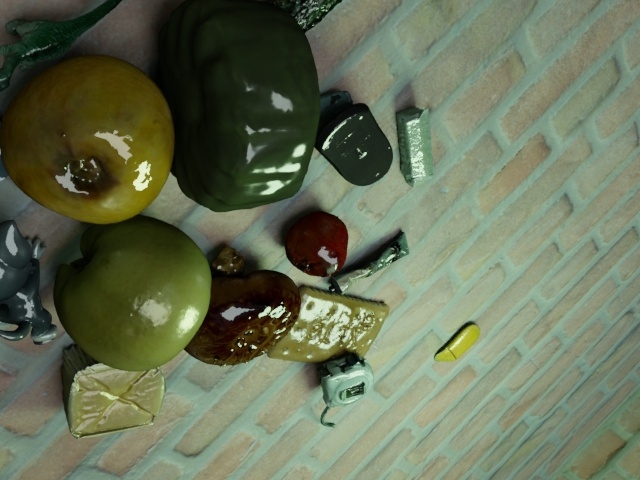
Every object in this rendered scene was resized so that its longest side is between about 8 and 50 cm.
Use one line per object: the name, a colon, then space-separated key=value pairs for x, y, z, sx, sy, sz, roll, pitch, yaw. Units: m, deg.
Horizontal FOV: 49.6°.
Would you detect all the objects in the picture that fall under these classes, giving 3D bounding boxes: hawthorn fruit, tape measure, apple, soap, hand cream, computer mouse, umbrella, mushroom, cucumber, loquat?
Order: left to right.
loquat: x=-0.363 y=-0.160 z=1.116 sx=0.274 sy=0.275 sz=0.275 roll=-17 pitch=127 yaw=-25
apple: x=-0.351 y=0.094 z=1.303 sx=0.254 sy=0.292 sz=0.292 roll=35 pitch=96 yaw=-38
mushroom: x=-0.182 y=0.158 z=1.521 sx=0.297 sy=0.163 sz=0.278 roll=-14 pitch=126 yaw=-25
umbrella: x=-0.042 y=-0.253 z=1.422 sx=0.250 sy=0.052 sz=0.053 roll=-23 pitch=160 yaw=-23
hawthorn fruit: x=0.000 y=0.000 z=1.575 sx=0.172 sy=0.148 sz=0.148 roll=-57 pitch=139 yaw=-28
cucumber: x=0.038 y=-0.497 z=1.295 sx=0.359 sy=0.096 sz=0.096 roll=-40 pitch=133 yaw=-5
tape measure: x=0.073 y=0.439 z=1.901 sx=0.164 sy=0.084 sz=0.330 roll=-17 pitch=133 yaw=-10
computer mouse: x=0.069 y=-0.212 z=1.492 sx=0.137 sy=0.086 sz=0.269 roll=-40 pitch=150 yaw=5
hand cream: x=0.122 y=0.063 z=1.756 sx=0.248 sy=0.052 sz=0.075 roll=-33 pitch=155 yaw=-21
soap: x=0.427 y=0.326 z=2.137 sx=0.168 sy=0.033 sz=0.089 roll=-45 pitch=131 yaw=0

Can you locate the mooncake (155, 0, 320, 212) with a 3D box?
mooncake: x=-0.152 y=-0.226 z=1.163 sx=0.194 sy=0.356 sz=0.356 roll=-11 pitch=124 yaw=-26

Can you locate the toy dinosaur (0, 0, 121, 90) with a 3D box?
toy dinosaur: x=-0.414 y=-0.342 z=1.100 sx=0.383 sy=0.129 sz=0.076 roll=-54 pitch=147 yaw=-30

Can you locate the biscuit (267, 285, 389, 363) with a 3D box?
biscuit: x=0.028 y=0.235 z=1.799 sx=0.324 sy=0.044 sz=0.217 roll=17 pitch=106 yaw=-40

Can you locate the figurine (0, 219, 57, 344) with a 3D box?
figurine: x=-0.574 y=0.092 z=1.231 sx=0.193 sy=0.140 sz=0.265 roll=-16 pitch=113 yaw=-5

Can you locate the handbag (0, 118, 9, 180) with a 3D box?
handbag: x=-0.610 y=-0.131 z=1.117 sx=0.221 sy=0.057 sz=0.144 roll=-32 pitch=127 yaw=-13

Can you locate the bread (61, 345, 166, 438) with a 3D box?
bread: x=-0.442 y=0.308 z=1.476 sx=0.209 sy=0.110 sz=0.192 roll=-7 pitch=116 yaw=-31

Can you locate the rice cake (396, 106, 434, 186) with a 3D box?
rice cake: x=0.222 y=-0.219 z=1.623 sx=0.069 sy=0.063 sz=0.206 roll=-24 pitch=128 yaw=-12
